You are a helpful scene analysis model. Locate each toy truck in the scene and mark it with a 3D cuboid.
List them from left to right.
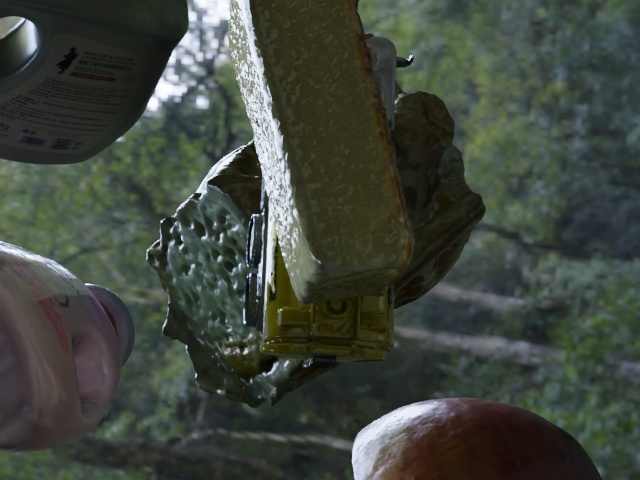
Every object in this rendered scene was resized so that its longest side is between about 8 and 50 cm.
[{"bbox_3d":[0.007,-0.026,0.970,0.114,0.098,0.227,126,147,-75],"label":"toy truck"}]

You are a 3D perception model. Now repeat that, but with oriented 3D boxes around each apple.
[{"bbox_3d":[0.166,0.296,1.591,0.254,0.346,0.179,-11,-37,-27],"label":"apple"}]

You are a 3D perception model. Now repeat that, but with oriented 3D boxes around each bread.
[{"bbox_3d":[-0.002,-0.006,1.304,0.252,0.196,0.238,-30,-19,-37],"label":"bread"},{"bbox_3d":[0.000,-0.060,0.854,0.125,0.068,0.188,115,141,-77],"label":"bread"}]

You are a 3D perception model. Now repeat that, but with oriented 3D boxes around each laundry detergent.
[{"bbox_3d":[-0.201,0.070,1.052,0.159,0.088,0.335,59,-177,5],"label":"laundry detergent"},{"bbox_3d":[-0.193,-0.161,1.142,0.181,0.253,0.091,8,-125,-32],"label":"laundry detergent"}]

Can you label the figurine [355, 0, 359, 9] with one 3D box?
[{"bbox_3d":[0.035,-0.289,1.505,0.176,0.122,0.121,-9,-89,-29],"label":"figurine"}]
